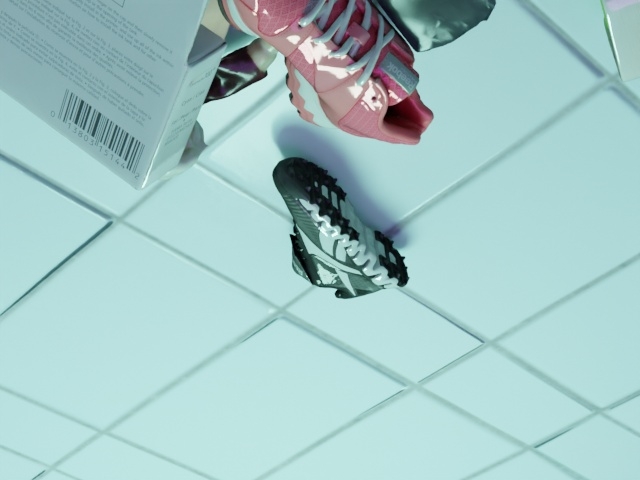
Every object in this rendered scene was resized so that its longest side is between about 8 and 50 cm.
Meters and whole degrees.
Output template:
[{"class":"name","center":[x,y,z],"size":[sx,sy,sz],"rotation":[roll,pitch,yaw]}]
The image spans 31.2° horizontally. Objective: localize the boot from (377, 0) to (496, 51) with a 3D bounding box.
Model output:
[{"class":"boot","center":[0.104,-0.368,0.814],"size":[0.367,0.146,0.445],"rotation":[-17,133,30]}]

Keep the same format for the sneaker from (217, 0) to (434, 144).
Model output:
[{"class":"sneaker","center":[0.024,-0.179,0.986],"size":[0.136,0.116,0.314],"rotation":[29,171,28]}]

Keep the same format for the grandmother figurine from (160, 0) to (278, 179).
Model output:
[{"class":"grandmother figurine","center":[-0.131,-0.182,1.056],"size":[0.207,0.104,0.342],"rotation":[5,140,-14]}]

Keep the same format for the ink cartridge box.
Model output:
[{"class":"ink cartridge box","center":[-0.206,-0.223,0.911],"size":[0.296,0.066,0.261],"rotation":[36,130,9]}]

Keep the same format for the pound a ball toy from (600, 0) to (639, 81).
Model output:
[{"class":"pound a ball toy","center":[0.415,-0.220,1.013],"size":[0.319,0.136,0.208],"rotation":[-15,137,14]}]

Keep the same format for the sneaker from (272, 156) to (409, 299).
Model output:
[{"class":"sneaker","center":[0.000,0.000,1.276],"size":[0.106,0.078,0.234],"rotation":[-26,135,21]}]
